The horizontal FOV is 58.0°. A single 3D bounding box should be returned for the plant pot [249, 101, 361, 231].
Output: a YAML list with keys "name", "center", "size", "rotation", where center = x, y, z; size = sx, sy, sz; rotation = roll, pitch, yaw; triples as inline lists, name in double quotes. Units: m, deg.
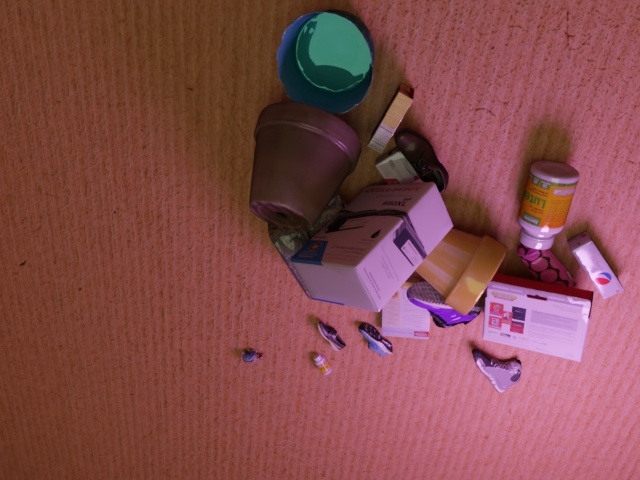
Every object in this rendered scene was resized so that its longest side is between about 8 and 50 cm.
- name: "plant pot"
  center: [-0.072, -0.189, 1.665]
  size: [0.322, 0.281, 0.323]
  rotation: [17, 162, 6]

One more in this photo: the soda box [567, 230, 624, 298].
- name: "soda box"
  center: [0.869, 0.078, 1.824]
  size: [0.069, 0.074, 0.216]
  rotation: [-33, 108, 25]

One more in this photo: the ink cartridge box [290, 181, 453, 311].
- name: "ink cartridge box"
  center: [0.153, 0.004, 1.685]
  size: [0.285, 0.395, 0.166]
  rotation: [4, 129, 49]

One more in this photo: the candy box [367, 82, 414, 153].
- name: "candy box"
  center: [0.207, -0.358, 1.693]
  size: [0.053, 0.109, 0.187]
  rotation: [29, 121, -5]

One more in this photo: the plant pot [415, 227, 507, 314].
- name: "plant pot"
  center: [0.420, 0.068, 1.825]
  size: [0.238, 0.254, 0.254]
  rotation: [31, 121, 12]

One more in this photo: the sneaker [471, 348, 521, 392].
- name: "sneaker"
  center: [0.647, 0.443, 2.074]
  size: [0.132, 0.086, 0.229]
  rotation: [-31, 119, 19]

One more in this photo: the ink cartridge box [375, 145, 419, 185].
- name: "ink cartridge box"
  center: [0.261, -0.236, 1.775]
  size: [0.150, 0.063, 0.109]
  rotation: [-29, 110, 23]

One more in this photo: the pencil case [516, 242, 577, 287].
- name: "pencil case"
  center: [0.724, 0.082, 1.847]
  size: [0.209, 0.095, 0.098]
  rotation: [44, 153, -16]

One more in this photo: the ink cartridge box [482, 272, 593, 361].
- name: "ink cartridge box"
  center: [0.689, 0.218, 1.836]
  size: [0.309, 0.130, 0.272]
  rotation: [11, 132, 24]

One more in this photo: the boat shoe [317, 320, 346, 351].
- name: "boat shoe"
  center: [0.042, 0.351, 2.154]
  size: [0.049, 0.056, 0.152]
  rotation: [-28, 120, 18]

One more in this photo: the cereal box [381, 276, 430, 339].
- name: "cereal box"
  center: [0.305, 0.237, 2.039]
  size: [0.172, 0.047, 0.240]
  rotation: [4, 120, 10]

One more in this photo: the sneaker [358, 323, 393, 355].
- name: "sneaker"
  center: [0.192, 0.375, 2.130]
  size: [0.073, 0.063, 0.162]
  rotation: [-37, 106, 30]

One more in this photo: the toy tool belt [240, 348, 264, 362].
- name: "toy tool belt"
  center: [-0.269, 0.453, 2.270]
  size: [0.083, 0.052, 0.051]
  rotation: [-13, 124, 17]

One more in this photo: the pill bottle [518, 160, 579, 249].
- name: "pill bottle"
  center: [0.672, -0.102, 1.726]
  size: [0.136, 0.136, 0.246]
  rotation: [8, 120, 7]

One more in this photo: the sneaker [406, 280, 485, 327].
- name: "sneaker"
  center: [0.407, 0.235, 1.947]
  size: [0.293, 0.102, 0.146]
  rotation: [12, 127, -20]

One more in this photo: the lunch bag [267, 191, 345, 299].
- name: "lunch bag"
  center: [0.000, 0.000, 1.886]
  size: [0.255, 0.213, 0.305]
  rotation: [-29, 113, 4]

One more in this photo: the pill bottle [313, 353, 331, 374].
- name: "pill bottle"
  center: [0.005, 0.478, 2.233]
  size: [0.043, 0.043, 0.083]
  rotation: [-25, 111, 22]

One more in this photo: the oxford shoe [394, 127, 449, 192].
- name: "oxford shoe"
  center: [0.299, -0.232, 1.680]
  size: [0.082, 0.096, 0.227]
  rotation: [-39, 104, 27]

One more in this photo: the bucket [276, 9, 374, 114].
- name: "bucket"
  center: [0.023, -0.504, 1.606]
  size: [0.280, 0.183, 0.281]
  rotation: [5, 119, 9]
